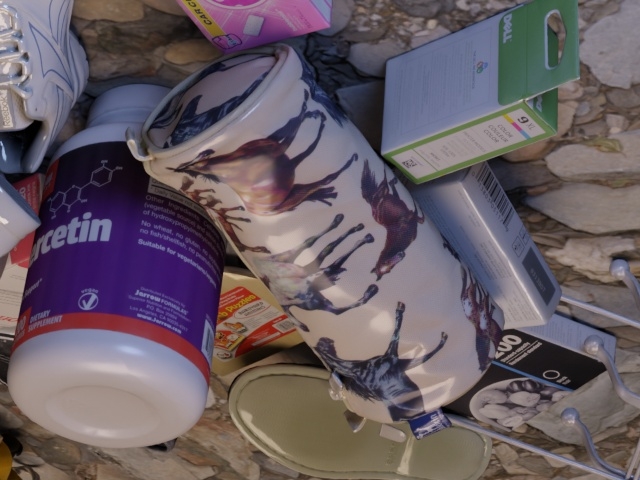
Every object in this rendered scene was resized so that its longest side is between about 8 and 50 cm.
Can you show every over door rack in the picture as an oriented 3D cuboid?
[{"bbox_3d":[0.247,0.129,2.069,0.324,0.108,0.239,12,128,1],"label":"over door rack"}]

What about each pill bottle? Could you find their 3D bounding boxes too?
[{"bbox_3d":[-0.180,0.018,1.810,0.182,0.323,0.181,4,147,2],"label":"pill bottle"}]

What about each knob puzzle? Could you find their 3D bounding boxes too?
[{"bbox_3d":[-0.112,0.073,2.150,0.213,0.030,0.213,1,144,1],"label":"knob puzzle"}]

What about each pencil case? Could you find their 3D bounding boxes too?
[{"bbox_3d":[0.000,0.000,1.764,0.183,0.160,0.410,-43,120,-6],"label":"pencil case"}]

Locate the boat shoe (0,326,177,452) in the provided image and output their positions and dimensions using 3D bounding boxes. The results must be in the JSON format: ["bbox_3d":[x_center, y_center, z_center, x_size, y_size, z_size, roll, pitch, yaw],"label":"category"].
[{"bbox_3d":[-0.302,0.169,2.247,0.301,0.102,0.108,20,154,-10],"label":"boat shoe"}]

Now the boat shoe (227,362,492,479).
[{"bbox_3d":[0.034,0.203,2.268,0.340,0.113,0.127,11,103,-24],"label":"boat shoe"}]

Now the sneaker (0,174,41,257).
[{"bbox_3d":[-0.411,-0.063,1.733,0.169,0.108,0.292,-43,97,3],"label":"sneaker"}]

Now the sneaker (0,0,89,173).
[{"bbox_3d":[-0.266,-0.173,1.708,0.111,0.129,0.297,2,146,8],"label":"sneaker"}]

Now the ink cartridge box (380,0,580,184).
[{"bbox_3d":[0.155,-0.137,1.718,0.209,0.109,0.062,-20,139,34],"label":"ink cartridge box"}]

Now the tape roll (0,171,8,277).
[{"bbox_3d":[-0.441,-0.014,1.845,0.286,0.286,0.100,6,-170,-1],"label":"tape roll"}]

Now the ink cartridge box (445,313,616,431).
[{"bbox_3d":[0.190,0.132,2.191,0.208,0.045,0.206,23,143,-22],"label":"ink cartridge box"}]

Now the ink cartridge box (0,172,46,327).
[{"bbox_3d":[-0.307,0.015,2.002,0.218,0.092,0.158,-22,158,33],"label":"ink cartridge box"}]

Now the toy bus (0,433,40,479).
[{"bbox_3d":[-0.438,0.281,2.453,0.191,0.202,0.104,21,114,-10],"label":"toy bus"}]

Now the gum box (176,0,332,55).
[{"bbox_3d":[-0.074,-0.238,1.637,0.107,0.062,0.188,-12,144,26],"label":"gum box"}]

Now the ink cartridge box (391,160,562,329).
[{"bbox_3d":[0.097,0.012,1.923,0.232,0.066,0.189,-7,128,41],"label":"ink cartridge box"}]
